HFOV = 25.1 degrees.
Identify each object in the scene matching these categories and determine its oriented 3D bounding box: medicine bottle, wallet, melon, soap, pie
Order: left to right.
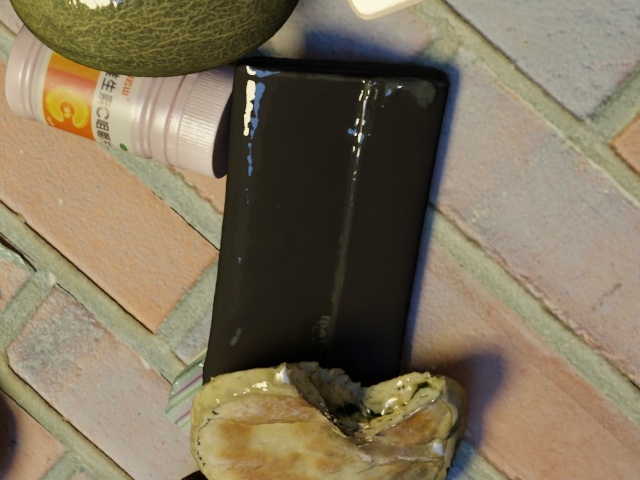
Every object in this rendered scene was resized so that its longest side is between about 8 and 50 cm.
[{"bbox_3d":[-0.206,-0.161,1.572,0.250,0.133,0.133,19,118,10],"label":"medicine bottle"},{"bbox_3d":[-0.167,-0.280,1.433,0.302,0.237,0.237,-6,112,-3],"label":"melon"},{"bbox_3d":[-0.118,0.178,1.730,0.149,0.056,0.100,-38,96,29],"label":"soap"},{"bbox_3d":[0.000,0.000,1.569,0.228,0.062,0.406,4,117,-8],"label":"wallet"},{"bbox_3d":[0.005,0.226,1.621,0.337,0.075,0.337,-3,141,-2],"label":"pie"}]

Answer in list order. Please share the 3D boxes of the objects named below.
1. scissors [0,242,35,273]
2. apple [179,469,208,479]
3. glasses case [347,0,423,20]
[{"bbox_3d":[-0.462,-0.029,1.763,0.144,0.017,0.247,-39,100,3],"label":"scissors"},{"bbox_3d":[-0.119,0.380,1.764,0.196,0.157,0.196,13,122,22],"label":"apple"},{"bbox_3d":[0.039,-0.394,1.412,0.144,0.076,0.336,-17,106,25],"label":"glasses case"}]
